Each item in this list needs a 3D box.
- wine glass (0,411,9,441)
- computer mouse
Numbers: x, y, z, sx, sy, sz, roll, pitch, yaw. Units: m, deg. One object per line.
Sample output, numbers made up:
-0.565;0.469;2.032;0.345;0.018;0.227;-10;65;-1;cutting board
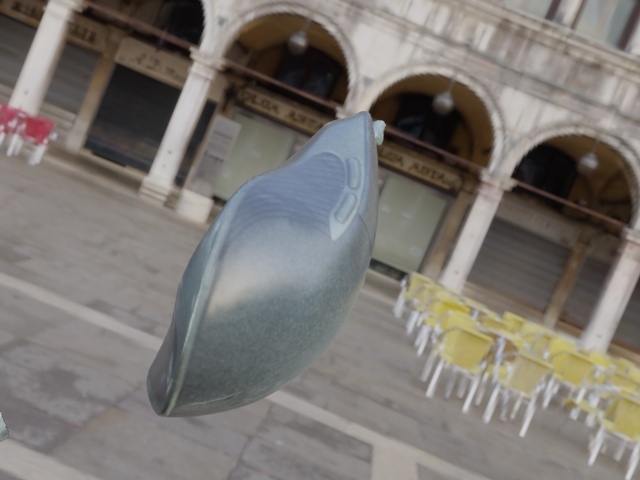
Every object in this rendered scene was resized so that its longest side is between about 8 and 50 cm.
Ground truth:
-0.505;0.265;1.233;0.202;0.093;0.093;-27;35;-32;wine glass
0.000;0.000;0.683;0.090;0.167;0.379;29;38;6;computer mouse
